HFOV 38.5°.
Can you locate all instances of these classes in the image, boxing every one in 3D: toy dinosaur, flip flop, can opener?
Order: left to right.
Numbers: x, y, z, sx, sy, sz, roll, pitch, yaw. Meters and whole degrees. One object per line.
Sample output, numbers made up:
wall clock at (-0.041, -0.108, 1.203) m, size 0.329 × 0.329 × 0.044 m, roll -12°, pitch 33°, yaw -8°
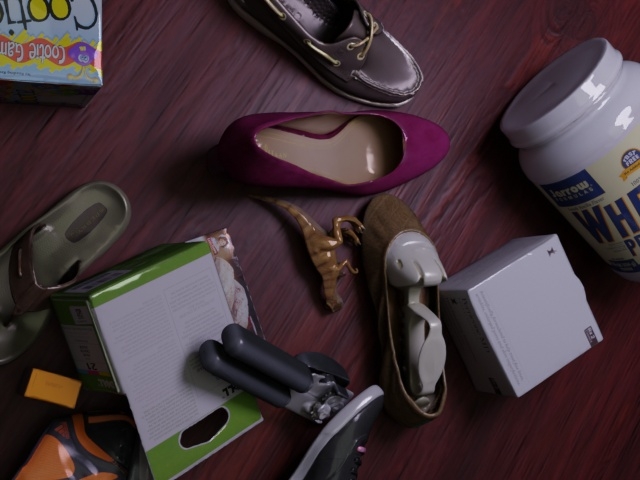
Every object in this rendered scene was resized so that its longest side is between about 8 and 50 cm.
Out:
flip flop at (-0.339, 0.033, 1.137) m, size 0.112 × 0.080 × 0.277 m, roll 46°, pitch 72°, yaw -14°
can opener at (-0.054, 0.174, 1.202) m, size 0.074 × 0.093 × 0.280 m, roll -38°, pitch 141°, yaw 15°
toy dinosaur at (0.000, 0.000, 1.290) m, size 0.112 × 0.064 × 0.211 m, roll -30°, pitch 98°, yaw -20°

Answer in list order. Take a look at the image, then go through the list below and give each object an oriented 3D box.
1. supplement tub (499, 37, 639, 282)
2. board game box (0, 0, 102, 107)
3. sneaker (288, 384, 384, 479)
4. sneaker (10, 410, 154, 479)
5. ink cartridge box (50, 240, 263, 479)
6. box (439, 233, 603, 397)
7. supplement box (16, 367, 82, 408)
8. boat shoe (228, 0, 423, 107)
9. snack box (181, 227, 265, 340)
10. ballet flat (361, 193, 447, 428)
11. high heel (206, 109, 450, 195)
supplement tub at (0.454, -0.121, 1.392) m, size 0.325 × 0.235 × 0.235 m, roll 44°, pitch 72°, yaw -14°
board game box at (-0.348, -0.315, 1.122) m, size 0.142 × 0.144 × 0.275 m, roll 1°, pitch 87°, yaw -23°
sneaker at (0.033, 0.345, 1.229) m, size 0.147 × 0.104 × 0.295 m, roll 33°, pitch 79°, yaw 19°
sneaker at (-0.306, 0.369, 1.122) m, size 0.180 × 0.124 × 0.321 m, roll 8°, pitch 73°, yaw -18°
ink cartridge box at (-0.200, 0.151, 1.153) m, size 0.189 × 0.097 × 0.255 m, roll -27°, pitch 107°, yaw -42°
box at (0.293, 0.110, 1.374) m, size 0.182 × 0.119 × 0.181 m, roll -28°, pitch 97°, yaw -22°
supplement box at (-0.333, 0.181, 1.121) m, size 0.062 × 0.098 × 0.036 m, roll 19°, pitch 76°, yaw -19°
boat shoe at (0.020, -0.297, 1.298) m, size 0.324 × 0.097 × 0.116 m, roll 32°, pitch 75°, yaw -18°
snack box at (-0.131, 0.077, 1.252) m, size 0.064 × 0.022 × 0.178 m, roll -20°, pitch 95°, yaw -21°
ballet flat at (0.132, 0.099, 1.305) m, size 0.116 × 0.124 × 0.342 m, roll -1°, pitch 87°, yaw -23°
high heel at (0.042, -0.124, 1.250) m, size 0.377 × 0.181 × 0.127 m, roll -11°, pitch 91°, yaw -23°
